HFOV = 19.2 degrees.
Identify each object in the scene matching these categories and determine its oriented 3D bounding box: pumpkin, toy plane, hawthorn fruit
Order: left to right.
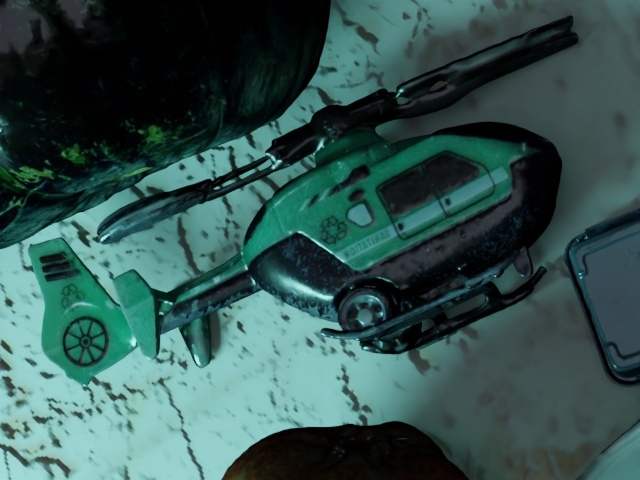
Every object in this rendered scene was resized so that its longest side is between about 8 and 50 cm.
[{"bbox_3d":[-0.154,-0.135,1.084,0.315,0.315,0.238,-25,99,13],"label":"pumpkin"},{"bbox_3d":[0.000,0.000,1.141,0.381,0.106,0.155,-26,74,13],"label":"toy plane"},{"bbox_3d":[0.014,0.200,1.094,0.169,0.169,0.188,12,102,16],"label":"hawthorn fruit"}]

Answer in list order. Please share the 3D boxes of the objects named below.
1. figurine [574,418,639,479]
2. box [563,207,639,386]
[{"bbox_3d":[0.249,0.248,0.990,0.284,0.206,0.316,-42,100,-2],"label":"figurine"},{"bbox_3d":[0.187,0.032,1.107,0.074,0.054,0.099,-22,81,11],"label":"box"}]
